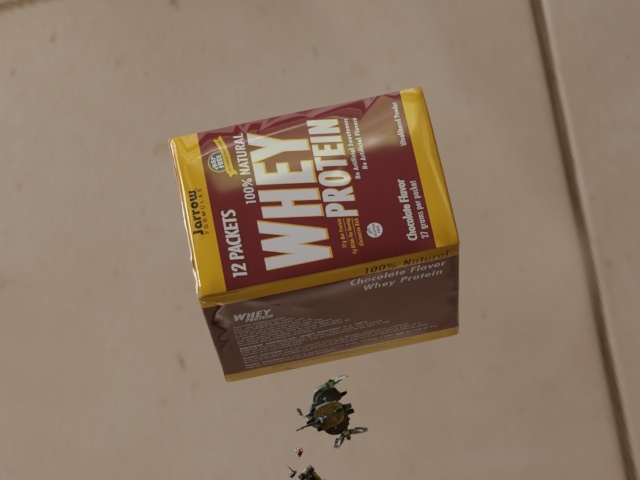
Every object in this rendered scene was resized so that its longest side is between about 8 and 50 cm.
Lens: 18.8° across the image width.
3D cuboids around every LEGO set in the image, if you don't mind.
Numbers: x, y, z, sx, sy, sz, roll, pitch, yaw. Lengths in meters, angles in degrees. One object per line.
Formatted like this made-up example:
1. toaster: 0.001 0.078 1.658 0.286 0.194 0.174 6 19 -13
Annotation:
1. LEGO set: 0.001 0.133 1.376 0.054 0.023 0.083 37 90 -18

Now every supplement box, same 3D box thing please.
1. supplement box: 0.000 0.000 1.460 0.191 0.129 0.194 -12 158 -1
